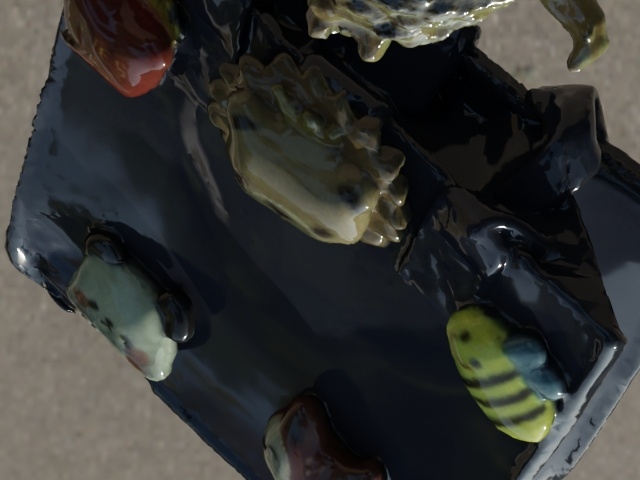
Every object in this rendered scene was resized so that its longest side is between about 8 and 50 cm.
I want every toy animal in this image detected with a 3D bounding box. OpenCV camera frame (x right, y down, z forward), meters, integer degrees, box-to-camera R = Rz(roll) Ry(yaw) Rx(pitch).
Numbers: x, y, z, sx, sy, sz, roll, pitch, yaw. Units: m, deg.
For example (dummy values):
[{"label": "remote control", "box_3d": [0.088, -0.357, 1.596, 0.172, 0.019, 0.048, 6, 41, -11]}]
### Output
[{"label": "toy animal", "box_3d": [0.095, -0.112, 0.614, 0.220, 0.086, 0.069, -25, 167, 3]}]

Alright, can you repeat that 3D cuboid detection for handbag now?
[{"label": "handbag", "box_3d": [0.000, 0.000, 0.887, 0.303, 0.122, 0.329, 41, 150, 13]}]
